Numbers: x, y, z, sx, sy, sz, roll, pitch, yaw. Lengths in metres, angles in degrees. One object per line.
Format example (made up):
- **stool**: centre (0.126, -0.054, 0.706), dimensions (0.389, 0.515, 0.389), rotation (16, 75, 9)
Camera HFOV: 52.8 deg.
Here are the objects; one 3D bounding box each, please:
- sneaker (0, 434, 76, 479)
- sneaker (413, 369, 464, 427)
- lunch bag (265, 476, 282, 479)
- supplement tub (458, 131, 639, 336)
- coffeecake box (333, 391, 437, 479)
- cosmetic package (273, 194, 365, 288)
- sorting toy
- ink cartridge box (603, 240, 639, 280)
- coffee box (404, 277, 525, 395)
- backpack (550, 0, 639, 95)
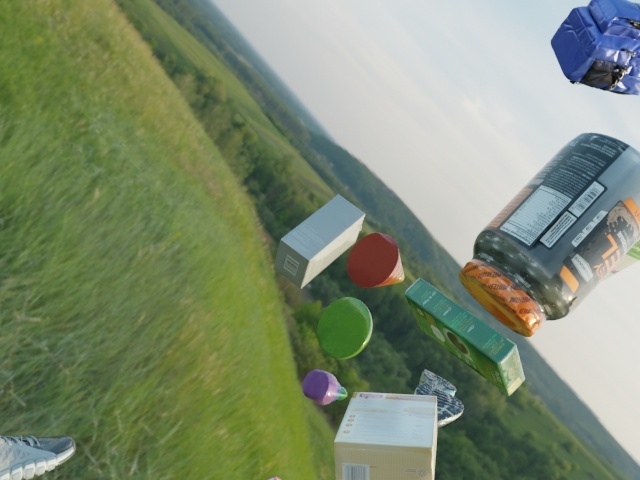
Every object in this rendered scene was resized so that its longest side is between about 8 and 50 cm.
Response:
- **sneaker**: centre (-0.503, 0.317, 1.026), dimensions (0.229, 0.086, 0.132), rotation (-9, 89, -52)
- **sneaker**: centre (0.249, 0.390, 1.453), dimensions (0.110, 0.122, 0.283), rotation (26, 6, 12)
- **lunch bag**: centre (-0.166, 0.827, 1.881), dimensions (0.120, 0.258, 0.293), rotation (46, -6, 34)
- **supplement tub**: centre (0.415, -0.007, 1.125), dimensions (0.207, 0.338, 0.207), rotation (44, -5, 5)
- **coffeecake box**: centre (0.108, 0.305, 1.005), dimensions (0.185, 0.143, 0.068), rotation (-38, 127, -75)
- **cosmetic package**: centre (0.000, 0.000, 1.657), dimensions (0.107, 0.238, 0.127), rotation (35, -41, 16)
- **sorting toy**: centre (0.087, 0.171, 1.331), dimensions (0.127, 0.365, 0.126), rotation (18, -9, 42)
- **ink cartridge box**: centre (0.583, -0.004, 1.369), dimensions (0.093, 0.212, 0.154), rotation (20, 50, -22)
- **coffee box**: centre (0.211, 0.141, 0.949), dimensions (0.184, 0.040, 0.113), rotation (37, -16, 42)
- **backpack**: centre (0.362, -0.232, 0.781), dimensions (0.120, 0.101, 0.097), rotation (12, 54, -15)
